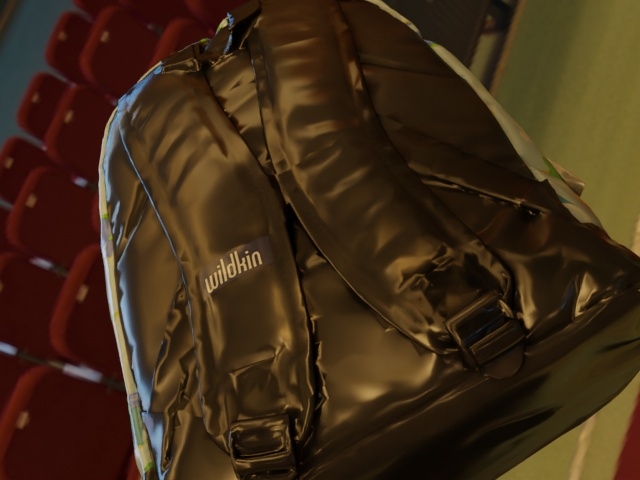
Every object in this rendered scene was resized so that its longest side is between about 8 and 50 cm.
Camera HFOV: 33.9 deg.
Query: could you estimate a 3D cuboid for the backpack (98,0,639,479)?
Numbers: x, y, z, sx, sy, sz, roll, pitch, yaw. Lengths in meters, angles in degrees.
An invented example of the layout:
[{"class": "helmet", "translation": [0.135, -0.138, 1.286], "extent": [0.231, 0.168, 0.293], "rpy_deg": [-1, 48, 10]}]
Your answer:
[{"class": "backpack", "translation": [0.000, 0.000, 0.643], "extent": [0.290, 0.273, 0.355], "rpy_deg": [-33, 60, 4]}]
